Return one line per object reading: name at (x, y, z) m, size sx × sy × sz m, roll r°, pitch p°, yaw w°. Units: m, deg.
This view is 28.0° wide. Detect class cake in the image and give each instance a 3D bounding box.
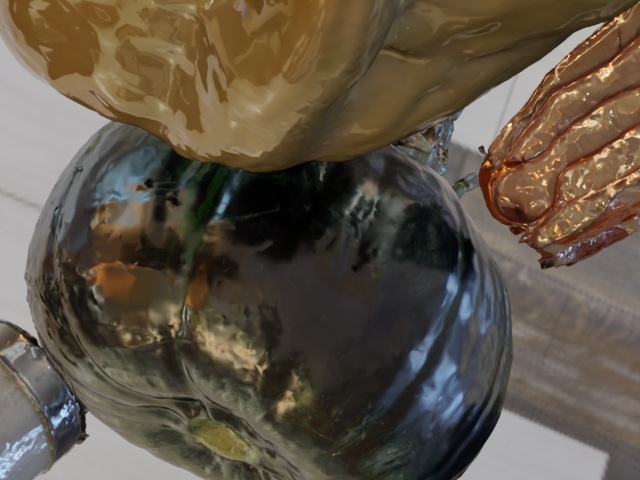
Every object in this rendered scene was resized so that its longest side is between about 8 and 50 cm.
cake at (0.183, -0.072, 0.673) m, size 0.135 × 0.287 × 0.098 m, roll -16°, pitch 68°, yaw -30°

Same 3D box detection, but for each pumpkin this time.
pumpkin at (-0.026, 0.031, 0.811) m, size 0.315 × 0.315 × 0.238 m, roll 27°, pitch 69°, yaw -6°

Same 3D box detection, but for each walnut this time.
walnut at (0.001, -0.206, 0.541) m, size 0.381 × 0.381 × 0.381 m, roll 4°, pitch 74°, yaw -13°

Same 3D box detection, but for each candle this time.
candle at (-0.411, 0.233, 1.335) m, size 0.187 × 0.187 × 0.330 m, roll 48°, pitch 53°, yaw 2°

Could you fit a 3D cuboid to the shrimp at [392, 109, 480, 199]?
shrimp at (0.001, -0.004, 1.047) m, size 0.410 × 0.221 × 0.166 m, roll -36°, pitch 42°, yaw 2°
